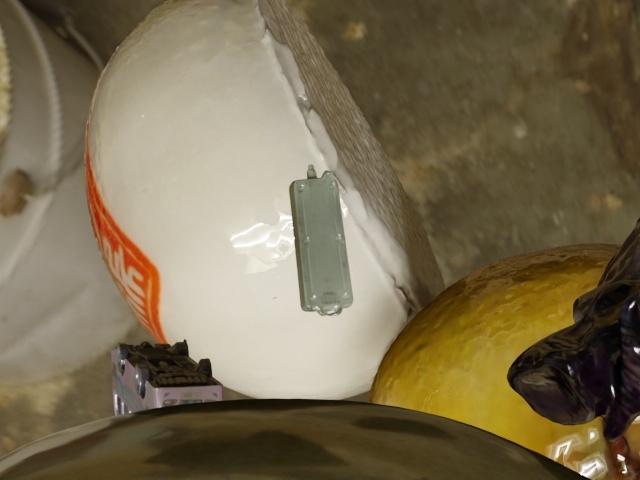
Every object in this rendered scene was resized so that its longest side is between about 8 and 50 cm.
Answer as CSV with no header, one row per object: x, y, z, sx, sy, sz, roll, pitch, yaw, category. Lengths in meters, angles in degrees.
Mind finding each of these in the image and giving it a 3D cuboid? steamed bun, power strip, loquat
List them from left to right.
-0.064,-0.027,1.525,0.241,0.374,0.374,-27,75,10,steamed bun
0.000,0.000,0.981,0.027,0.017,0.083,-5,84,-15,power strip
0.187,0.159,1.335,0.328,0.359,0.328,-1,97,-5,loquat

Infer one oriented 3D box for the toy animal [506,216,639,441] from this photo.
0.219,-0.018,0.846,0.324,0.195,0.090,-42,94,-10,toy animal

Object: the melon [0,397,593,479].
-0.016,0.173,0.462,0.269,0.330,0.268,5,80,-32,melon

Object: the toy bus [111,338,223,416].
-0.077,0.079,0.887,0.037,0.131,0.052,-1,96,-16,toy bus
